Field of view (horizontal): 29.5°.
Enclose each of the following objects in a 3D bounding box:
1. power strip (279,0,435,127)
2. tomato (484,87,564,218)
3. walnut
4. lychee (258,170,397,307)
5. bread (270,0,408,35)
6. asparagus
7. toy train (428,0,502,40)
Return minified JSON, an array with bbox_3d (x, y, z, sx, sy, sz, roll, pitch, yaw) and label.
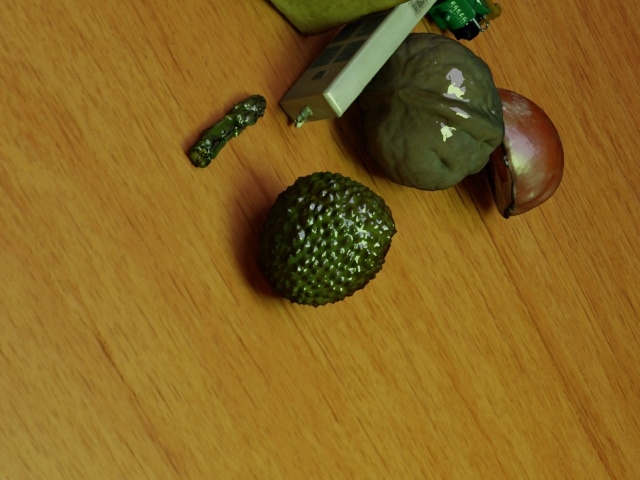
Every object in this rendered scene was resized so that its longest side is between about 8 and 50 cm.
[{"bbox_3d":[0.072,-0.277,1.607,0.043,0.106,0.367,51,60,-24],"label":"power strip"},{"bbox_3d":[0.299,-0.144,1.811,0.228,0.112,0.199,83,-9,-85],"label":"tomato"},{"bbox_3d":[0.149,-0.172,1.648,0.224,0.224,0.224,23,58,-44],"label":"walnut"},{"bbox_3d":[0.000,0.000,1.446,0.171,0.171,0.171,23,58,-44],"label":"lychee"},{"bbox_3d":[0.020,-0.489,1.601,0.233,0.245,0.362,38,51,-38],"label":"bread"},{"bbox_3d":[-0.106,-0.138,1.467,0.036,0.030,0.165,52,41,-8],"label":"asparagus"},{"bbox_3d":[0.195,-0.390,1.874,0.228,0.091,0.136,48,41,-34],"label":"toy train"}]
